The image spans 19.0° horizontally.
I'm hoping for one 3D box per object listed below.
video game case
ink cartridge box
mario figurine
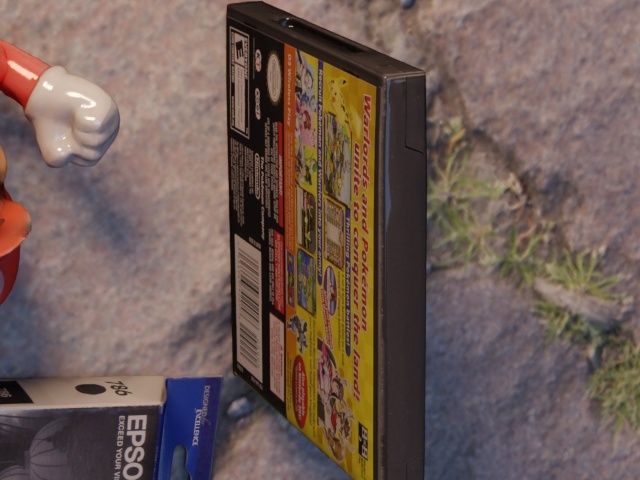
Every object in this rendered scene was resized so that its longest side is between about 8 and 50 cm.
[{"bbox_3d":[0.000,0.000,1.246,0.035,0.248,0.275,-8,109,-23],"label":"video game case"},{"bbox_3d":[-0.215,0.179,1.304,0.333,0.065,0.165,-1,106,-27],"label":"ink cartridge box"},{"bbox_3d":[-0.240,-0.102,1.135,0.198,0.170,0.320,-9,105,12],"label":"mario figurine"}]
